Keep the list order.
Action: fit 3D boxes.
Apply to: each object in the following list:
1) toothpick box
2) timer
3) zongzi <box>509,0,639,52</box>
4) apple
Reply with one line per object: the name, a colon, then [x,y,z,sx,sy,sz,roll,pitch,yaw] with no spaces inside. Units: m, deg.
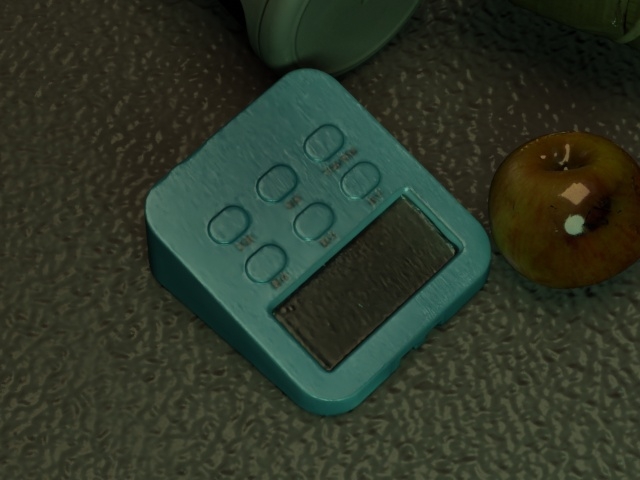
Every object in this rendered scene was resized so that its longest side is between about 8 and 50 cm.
toothpick box: [-0.050,-0.327,1.670,0.229,0.229,0.316,-34,64,-19]
timer: [0.000,0.000,1.555,0.250,0.091,0.232,40,66,17]
zongzi: [0.375,-0.337,1.747,0.467,0.218,0.500,31,46,-12]
apple: [0.217,-0.028,1.547,0.146,0.146,0.146,0,59,0]
